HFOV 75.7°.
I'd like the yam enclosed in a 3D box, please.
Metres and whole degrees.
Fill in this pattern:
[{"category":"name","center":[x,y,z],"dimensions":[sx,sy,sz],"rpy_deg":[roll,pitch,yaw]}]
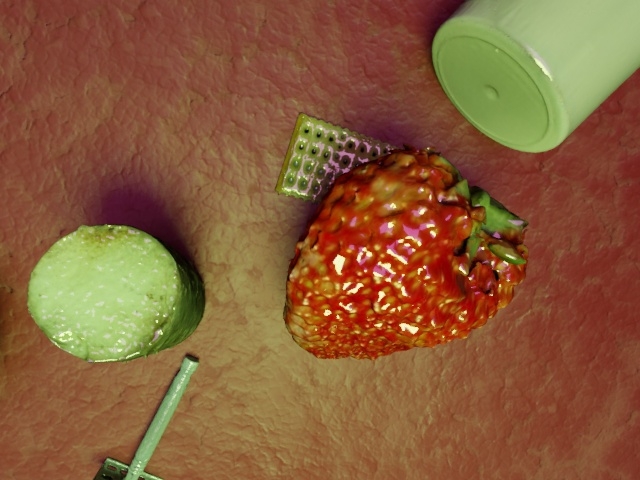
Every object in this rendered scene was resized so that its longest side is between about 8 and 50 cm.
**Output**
[{"category":"yam","center":[-0.242,0.074,0.548],"dimensions":[0.161,0.268,0.162],"rpy_deg":[1,80,-7]}]

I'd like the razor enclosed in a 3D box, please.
[{"category":"razor","center":[-0.259,0.298,0.667],"dimensions":[0.106,0.068,0.232],"rpy_deg":[28,86,-10]}]

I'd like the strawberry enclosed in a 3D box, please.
[{"category":"strawberry","center":[0.083,0.040,0.576],"dimensions":[0.311,0.267,0.351],"rpy_deg":[14,129,-38]}]

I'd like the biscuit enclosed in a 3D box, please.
[{"category":"biscuit","center":[0.055,-0.107,0.676],"dimensions":[0.231,0.016,0.139],"rpy_deg":[18,93,-9]}]

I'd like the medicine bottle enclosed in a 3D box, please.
[{"category":"medicine bottle","center":[0.317,-0.285,0.576],"dimensions":[0.232,0.238,0.238],"rpy_deg":[-43,99,1]}]
